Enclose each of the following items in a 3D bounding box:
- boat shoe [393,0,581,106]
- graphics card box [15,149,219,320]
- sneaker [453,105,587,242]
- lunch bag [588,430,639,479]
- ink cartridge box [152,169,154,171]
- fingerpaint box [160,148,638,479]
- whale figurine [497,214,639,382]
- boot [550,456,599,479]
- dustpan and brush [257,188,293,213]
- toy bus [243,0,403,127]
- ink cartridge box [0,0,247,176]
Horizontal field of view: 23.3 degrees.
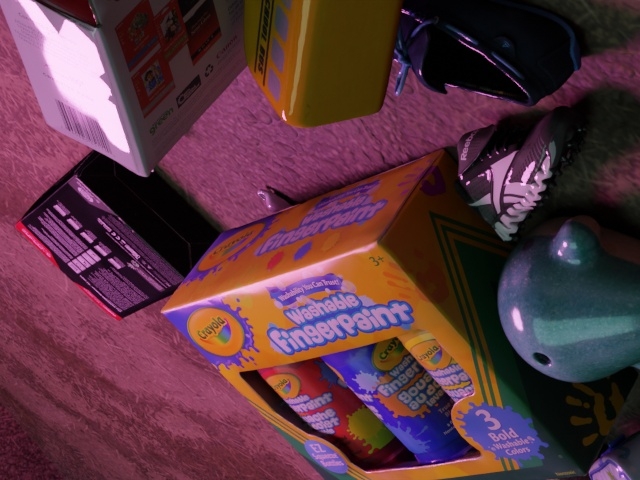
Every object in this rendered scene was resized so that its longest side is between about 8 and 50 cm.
[{"bbox_3d":[0.113,-0.185,1.433,0.258,0.089,0.109,14,145,44],"label":"boat shoe"},{"bbox_3d":[-0.309,-0.009,2.330,0.233,0.094,0.371,44,156,-9],"label":"graphics card box"},{"bbox_3d":[0.185,-0.078,1.530,0.106,0.078,0.234,35,157,5],"label":"sneaker"},{"bbox_3d":[0.396,0.302,1.802,0.176,0.090,0.219,51,172,13],"label":"lunch bag"},{"bbox_3d":[-0.278,-0.174,2.041,0.180,0.060,0.104,28,153,24],"label":"ink cartridge box"},{"bbox_3d":[0.080,0.124,1.843,0.371,0.163,0.444,48,145,-18],"label":"fingerpaint box"},{"bbox_3d":[0.293,0.073,1.557,0.272,0.141,0.216,5,138,51],"label":"whale figurine"},{"bbox_3d":[0.300,0.312,2.018,0.248,0.090,0.207,38,154,-5],"label":"boot"},{"bbox_3d":[0.000,0.000,1.967,0.211,0.060,0.147,27,147,12],"label":"dustpan and brush"},{"bbox_3d":[0.009,-0.264,1.285,0.333,0.108,0.130,99,150,-44],"label":"toy bus"},{"bbox_3d":[-0.131,-0.264,1.376,0.130,0.309,0.272,28,153,23],"label":"ink cartridge box"}]
